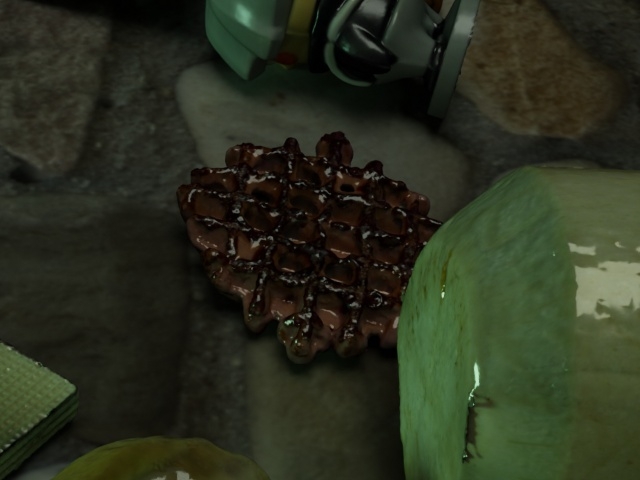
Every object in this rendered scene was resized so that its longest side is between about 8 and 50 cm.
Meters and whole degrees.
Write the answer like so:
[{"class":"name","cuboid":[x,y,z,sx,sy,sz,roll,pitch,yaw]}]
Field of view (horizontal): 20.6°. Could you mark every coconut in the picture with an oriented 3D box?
[{"class":"coconut","cuboid":[0.211,0.092,1.171,0.323,0.323,0.323,7,41,-6]}]

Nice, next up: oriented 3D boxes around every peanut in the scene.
[{"class":"peanut","cuboid":[-0.129,0.193,1.092,0.224,0.129,0.129,-20,50,-32]}]

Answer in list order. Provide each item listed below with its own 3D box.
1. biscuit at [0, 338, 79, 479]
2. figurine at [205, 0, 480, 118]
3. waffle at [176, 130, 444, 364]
[{"class":"biscuit","cuboid":[-0.280,0.096,1.229,0.199,0.041,0.121,29,46,21]},{"class":"figurine","cuboid":[0.019,-0.206,1.576,0.236,0.133,0.176,16,32,1]},{"class":"waffle","cuboid":[0.000,0.000,1.398,0.221,0.055,0.234,-23,57,-36]}]
